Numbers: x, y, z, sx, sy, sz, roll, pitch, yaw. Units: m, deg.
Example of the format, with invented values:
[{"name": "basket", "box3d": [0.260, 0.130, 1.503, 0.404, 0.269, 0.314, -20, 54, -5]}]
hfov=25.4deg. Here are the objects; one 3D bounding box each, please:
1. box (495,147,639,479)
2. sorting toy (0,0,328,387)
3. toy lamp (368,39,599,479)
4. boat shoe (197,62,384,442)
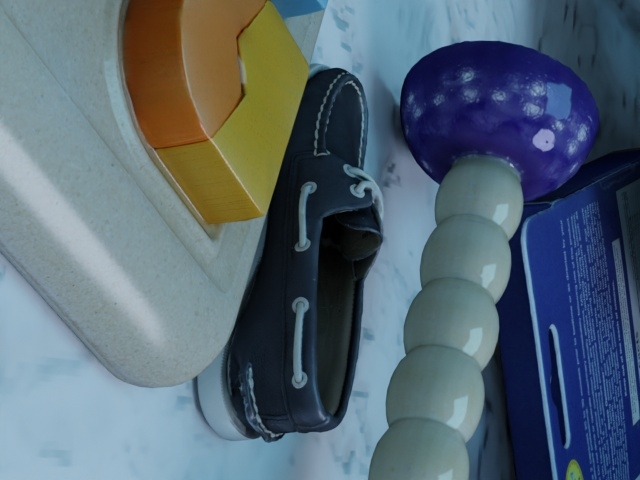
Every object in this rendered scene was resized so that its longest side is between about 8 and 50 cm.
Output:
[{"name": "box", "box3d": [0.118, 0.039, 0.618, 0.225, 0.037, 0.136, -21, 104, -63]}, {"name": "sorting toy", "box3d": [-0.043, -0.098, 0.347, 0.193, 0.038, 0.208, 57, 40, -41]}, {"name": "toy lamp", "box3d": [0.033, 0.063, 0.421, 0.080, 0.080, 0.274, 54, 43, -44]}, {"name": "boat shoe", "box3d": [0.000, 0.000, 0.411, 0.046, 0.038, 0.125, 55, 42, -43]}]
